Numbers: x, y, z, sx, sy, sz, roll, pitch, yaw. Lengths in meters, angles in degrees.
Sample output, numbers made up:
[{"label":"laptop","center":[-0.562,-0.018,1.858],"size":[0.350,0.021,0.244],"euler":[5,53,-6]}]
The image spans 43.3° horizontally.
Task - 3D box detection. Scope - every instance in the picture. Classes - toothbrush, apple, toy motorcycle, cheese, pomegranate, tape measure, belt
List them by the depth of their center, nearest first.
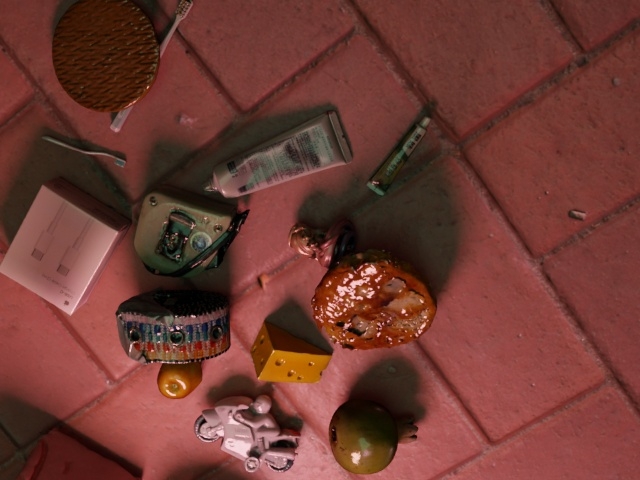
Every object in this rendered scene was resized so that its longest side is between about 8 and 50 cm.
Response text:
[{"label":"toothbrush","center":[-0.374,-0.384,1.777],"size":[0.025,0.030,0.342],"euler":[36,107,1]},{"label":"tape measure","center":[-0.298,-0.004,1.826],"size":[0.235,0.115,0.207],"euler":[18,104,1]},{"label":"belt","center":[-0.334,0.195,1.834],"size":[0.257,0.207,0.150],"euler":[-1,102,-2]},{"label":"toothbrush","center":[-0.542,-0.209,1.849],"size":[0.204,0.017,0.022],"euler":[18,87,1]},{"label":"pomegranate","center":[0.122,0.454,1.868],"size":[0.210,0.179,0.179],"euler":[-1,105,6]},{"label":"cheese","center":[-0.064,0.280,1.901],"size":[0.171,0.126,0.093],"euler":[18,108,-20]},{"label":"apple","center":[-0.340,0.324,1.921],"size":[0.114,0.102,0.099],"euler":[-36,100,15]},{"label":"toy motorcycle","center":[-0.165,0.450,1.940],"size":[0.260,0.110,0.171],"euler":[25,94,-6]}]

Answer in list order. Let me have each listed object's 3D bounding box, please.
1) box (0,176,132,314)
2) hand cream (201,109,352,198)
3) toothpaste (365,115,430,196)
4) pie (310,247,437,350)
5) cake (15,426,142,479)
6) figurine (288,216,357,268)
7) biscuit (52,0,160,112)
[{"label":"box","center":[-0.592,0.011,1.869],"size":[0.203,0.106,0.252],"euler":[33,107,-5]},{"label":"hand cream","center":[-0.106,-0.175,1.794],"size":[0.340,0.078,0.124],"euler":[-21,101,3]},{"label":"toothpaste","center":[0.176,-0.188,1.768],"size":[0.049,0.031,0.204],"euler":[36,108,-3]},{"label":"pie","center":[0.124,0.137,1.788],"size":[0.308,0.086,0.308],"euler":[-2,132,-2]},{"label":"cake","center":[-0.633,0.694,1.957],"size":[0.314,0.293,0.307],"euler":[29,108,-9]},{"label":"figurine","center":[0.003,0.009,1.798],"size":[0.157,0.126,0.114],"euler":[-2,62,5]},{"label":"biscuit","center":[-0.466,-0.409,1.762],"size":[0.261,0.037,0.262],"euler":[2,98,14]}]
